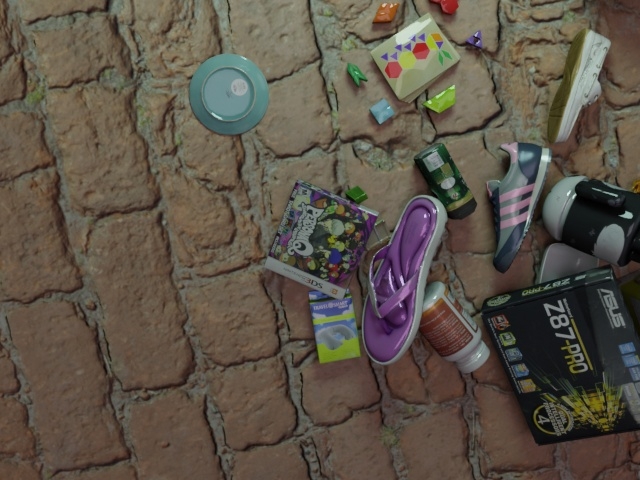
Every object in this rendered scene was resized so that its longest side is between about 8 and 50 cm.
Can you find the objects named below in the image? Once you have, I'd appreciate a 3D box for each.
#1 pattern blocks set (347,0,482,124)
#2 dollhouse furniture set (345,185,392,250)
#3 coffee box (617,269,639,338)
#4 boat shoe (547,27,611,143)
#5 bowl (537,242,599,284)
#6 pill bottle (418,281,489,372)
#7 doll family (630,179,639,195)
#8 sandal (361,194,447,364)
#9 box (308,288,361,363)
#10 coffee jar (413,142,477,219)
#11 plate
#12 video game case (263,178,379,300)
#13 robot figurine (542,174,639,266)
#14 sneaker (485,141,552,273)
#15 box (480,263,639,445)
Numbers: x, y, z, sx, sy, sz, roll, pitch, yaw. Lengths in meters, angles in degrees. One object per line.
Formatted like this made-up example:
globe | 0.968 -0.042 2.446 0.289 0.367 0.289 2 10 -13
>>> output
pattern blocks set | 0.227 -0.435 1.531 0.324 0.026 0.286 -26 99 0
dollhouse furniture set | 0.109 -0.053 1.581 0.076 0.058 0.152 -30 119 -7
coffee box | 0.971 0.212 1.522 0.337 0.334 0.338 -25 99 0
boat shoe | 0.622 -0.357 1.534 0.096 0.098 0.277 16 96 -5
bowl | 0.614 0.077 1.620 0.141 0.053 0.142 9 97 -5
pill bottle | 0.314 0.216 1.585 0.121 0.121 0.216 -39 99 2
doll family | 0.846 -0.083 1.598 0.262 0.118 0.163 -17 106 17
sandal | 0.171 0.085 1.532 0.102 0.169 0.417 18 88 -42
box | 0.035 0.208 1.605 0.109 0.042 0.178 -10 100 -3
coffee jar | 0.300 -0.139 1.545 0.079 0.096 0.184 -31 100 3
plate | -0.215 -0.343 1.516 0.188 0.024 0.188 0 98 -3
video game case | 0.000 0.000 1.537 0.210 0.042 0.232 24 106 4
robot figurine | 0.661 -0.048 1.506 0.278 0.173 0.209 28 127 34
sneaker | 0.453 -0.084 1.572 0.131 0.112 0.319 18 94 11
box | 0.611 0.288 1.568 0.318 0.097 0.395 -19 100 26
